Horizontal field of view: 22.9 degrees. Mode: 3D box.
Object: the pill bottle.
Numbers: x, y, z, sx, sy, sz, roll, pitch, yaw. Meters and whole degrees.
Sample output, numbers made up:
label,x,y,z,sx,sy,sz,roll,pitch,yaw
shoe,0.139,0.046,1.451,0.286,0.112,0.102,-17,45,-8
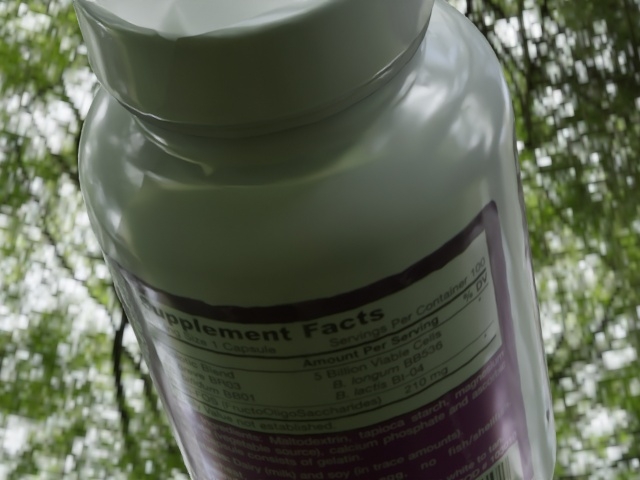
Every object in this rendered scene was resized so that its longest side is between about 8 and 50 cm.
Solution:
label,x,y,z,sx,sy,sz,roll,pitch,yaw
pill bottle,0.000,0.000,0.637,0.169,0.169,0.302,-8,-48,7
